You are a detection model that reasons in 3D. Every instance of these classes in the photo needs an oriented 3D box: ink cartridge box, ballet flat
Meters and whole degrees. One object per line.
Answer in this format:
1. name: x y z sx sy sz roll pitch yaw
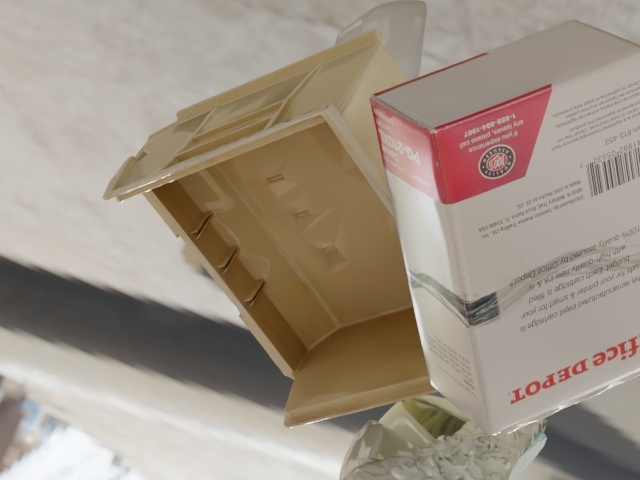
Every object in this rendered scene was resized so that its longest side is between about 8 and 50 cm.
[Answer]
1. ink cartridge box: 0.149 -0.009 1.268 0.100 0.172 0.237 37 144 58
2. ballet flat: 0.094 0.184 1.469 0.147 0.147 0.409 21 -172 11

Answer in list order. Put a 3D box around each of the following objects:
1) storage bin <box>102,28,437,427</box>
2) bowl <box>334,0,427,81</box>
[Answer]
1. storage bin: 0.000 0.000 1.467 0.260 0.123 0.262 -19 119 38
2. bowl: 0.045 -0.142 1.613 0.053 0.142 0.142 9 175 -15
